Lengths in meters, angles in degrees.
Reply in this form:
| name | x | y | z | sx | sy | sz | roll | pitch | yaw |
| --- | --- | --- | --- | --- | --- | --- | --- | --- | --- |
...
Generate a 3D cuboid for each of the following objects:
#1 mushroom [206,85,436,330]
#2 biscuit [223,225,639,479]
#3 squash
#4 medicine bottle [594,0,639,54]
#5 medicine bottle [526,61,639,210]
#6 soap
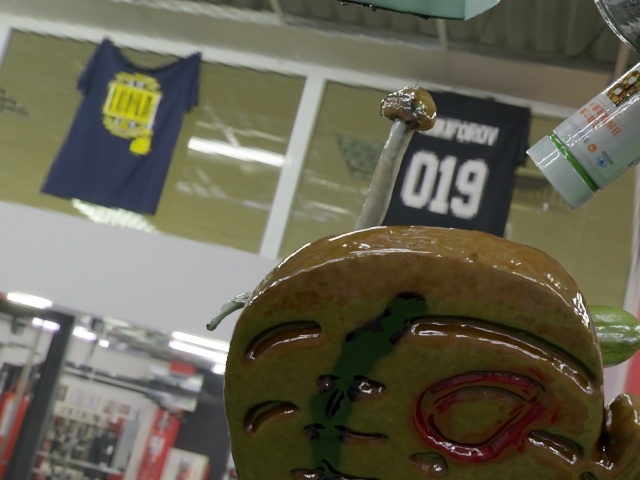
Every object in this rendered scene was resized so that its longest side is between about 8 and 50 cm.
| name | x | y | z | sx | sy | sz | roll | pitch | yaw |
| --- | --- | --- | --- | --- | --- | --- | --- | --- | --- |
| mushroom | 0.002 | 0.000 | 0.864 | 0.043 | 0.068 | 0.306 | 5 | -45 | -40 |
| biscuit | 0.087 | 0.152 | 0.785 | 0.314 | 0.063 | 0.367 | 4 | -54 | 11 |
| squash | 0.239 | 0.130 | 1.293 | 0.341 | 0.094 | 0.094 | -7 | -9 | -12 |
| medicine bottle | 0.382 | -0.266 | 0.894 | 0.245 | 0.245 | 0.306 | 17 | 3 | -10 |
| medicine bottle | 0.318 | -0.119 | 1.142 | 0.086 | 0.183 | 0.086 | 48 | 12 | -14 |
| soap | 0.110 | -0.361 | 1.432 | 0.231 | 0.091 | 0.145 | 19 | 32 | 31 |
